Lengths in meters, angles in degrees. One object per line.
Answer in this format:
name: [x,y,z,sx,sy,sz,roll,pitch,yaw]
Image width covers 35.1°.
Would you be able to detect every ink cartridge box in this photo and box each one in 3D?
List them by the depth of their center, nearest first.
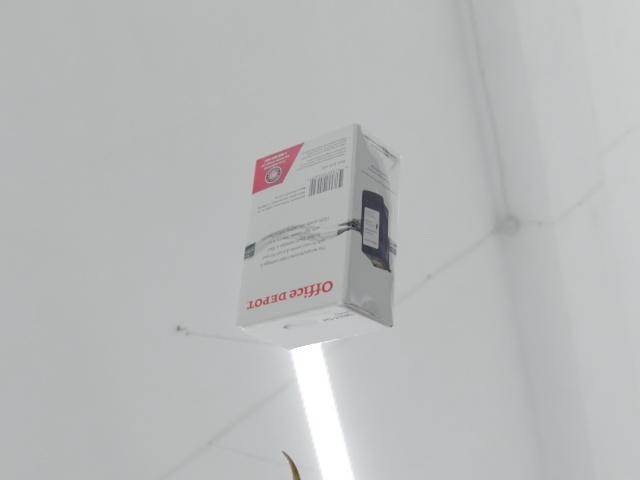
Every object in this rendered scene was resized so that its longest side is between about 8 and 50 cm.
ink cartridge box: [0.000,0.000,1.237,0.100,0.172,0.237,30,-126,-42]

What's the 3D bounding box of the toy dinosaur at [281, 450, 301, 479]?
toy dinosaur: [-0.023,0.382,1.382,0.092,0.053,0.183,6,-82,-28]
